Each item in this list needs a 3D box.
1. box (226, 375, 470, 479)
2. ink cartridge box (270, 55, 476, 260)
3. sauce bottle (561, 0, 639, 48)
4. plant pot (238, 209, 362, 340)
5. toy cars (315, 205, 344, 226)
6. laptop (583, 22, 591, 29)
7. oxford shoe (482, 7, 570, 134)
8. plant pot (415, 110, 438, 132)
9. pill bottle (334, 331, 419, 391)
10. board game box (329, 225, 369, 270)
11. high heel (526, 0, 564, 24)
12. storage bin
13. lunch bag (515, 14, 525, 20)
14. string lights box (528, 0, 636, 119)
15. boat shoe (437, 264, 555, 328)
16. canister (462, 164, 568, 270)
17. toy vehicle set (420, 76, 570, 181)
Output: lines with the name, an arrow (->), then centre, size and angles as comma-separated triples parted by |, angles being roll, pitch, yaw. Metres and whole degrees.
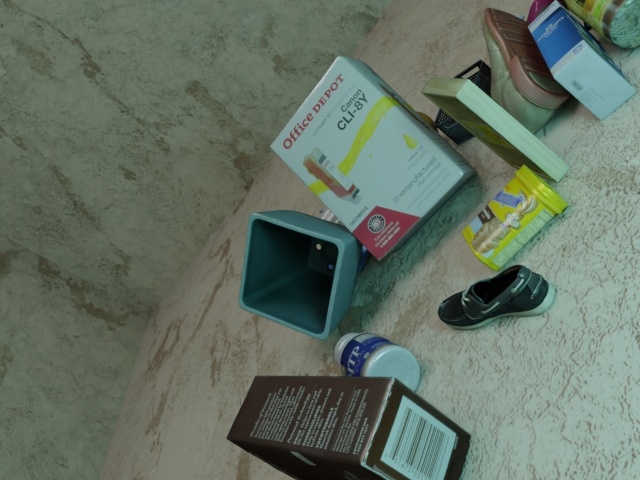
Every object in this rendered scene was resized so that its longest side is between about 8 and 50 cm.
box -> 0.028, 0.327, 0.955 | 0.381, 0.191, 0.143 | -16, 41, 53
ink cartridge box -> 0.114, -0.190, 1.324 | 0.279, 0.384, 0.160 | -48, -13, 24
sauce bottle -> 0.551, -0.500, 1.153 | 0.111, 0.111, 0.344 | -46, 32, 25
plant pot -> -0.021, 0.056, 1.414 | 0.252, 0.247, 0.247 | -26, -50, -60
toy cars -> 0.000, 0.000, 1.760 | 0.176, 0.087, 0.393 | -36, 28, 44
laptop -> 0.624, -0.634, 1.231 | 0.137, 0.264, 0.234 | -23, -9, -46
oxford shoe -> 0.416, -0.383, 1.270 | 0.146, 0.141, 0.397 | 113, 165, -45
plant pot -> 0.223, -0.244, 1.496 | 0.205, 0.205, 0.188 | -37, 12, 42
pill bottle -> 0.099, 0.239, 1.111 | 0.112, 0.112, 0.187 | -59, 19, -8
board game box -> 0.079, 0.034, 1.577 | 0.169, 0.033, 0.133 | 26, 88, 48
high heel -> 0.530, -0.506, 1.370 | 0.244, 0.082, 0.117 | -41, 45, 9
storage bin -> 0.374, -0.347, 1.441 | 0.122, 0.084, 0.180 | -25, 35, 56
lunch bag -> 0.501, -0.547, 1.511 | 0.071, 0.053, 0.083 | -63, 11, -25
string lights box -> 0.492, -0.352, 1.099 | 0.077, 0.133, 0.259 | -44, 23, 34
boat shoe -> 0.279, 0.094, 0.977 | 0.233, 0.079, 0.084 | -29, 35, 55
canister -> 0.346, -0.040, 1.038 | 0.170, 0.073, 0.126 | -50, 20, 20
toy vehicle set -> 0.323, -0.210, 1.072 | 0.035, 0.267, 0.166 | -55, 20, 7
